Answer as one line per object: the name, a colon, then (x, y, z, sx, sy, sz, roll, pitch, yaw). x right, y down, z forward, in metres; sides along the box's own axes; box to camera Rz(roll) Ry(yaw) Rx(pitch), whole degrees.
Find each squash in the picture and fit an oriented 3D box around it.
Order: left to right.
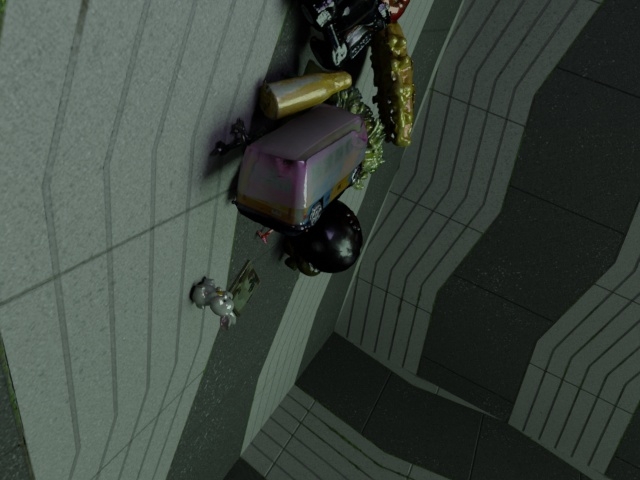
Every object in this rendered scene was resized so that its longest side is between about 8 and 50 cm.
squash: (-0.048, -0.304, 1.304, 0.250, 0.083, 0.083, -62, 168, 21)

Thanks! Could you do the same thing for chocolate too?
chocolate: (-0.027, -0.330, 1.199, 0.219, 0.086, 0.086, -23, 146, -27)

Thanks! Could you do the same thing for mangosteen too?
mangosteen: (0.005, -0.001, 1.817, 0.233, 0.287, 0.288, 4, 119, -33)

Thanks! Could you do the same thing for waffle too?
waffle: (0.198, -0.483, 1.563, 0.380, 0.095, 0.382, 77, 2, -51)

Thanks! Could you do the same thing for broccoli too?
broccoli: (0.061, -0.278, 1.551, 0.245, 0.288, 0.248, -45, -164, -32)

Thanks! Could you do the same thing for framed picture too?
framed picture: (-0.234, 0.150, 1.643, 0.136, 0.010, 0.201, -60, 166, -18)

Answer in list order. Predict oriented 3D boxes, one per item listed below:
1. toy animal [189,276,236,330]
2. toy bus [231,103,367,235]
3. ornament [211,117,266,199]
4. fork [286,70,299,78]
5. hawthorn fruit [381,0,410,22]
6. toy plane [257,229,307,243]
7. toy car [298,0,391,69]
toy animal: (-0.254, 0.151, 1.316, 0.085, 0.124, 0.071, -64, 172, 9)
toy bus: (-0.015, -0.176, 1.170, 0.386, 0.171, 0.162, -46, 156, -52)
ornament: (-0.164, -0.160, 1.180, 0.236, 0.080, 0.202, 18, 95, -80)
fork: (-0.046, -0.395, 1.319, 0.235, 0.021, 0.039, -19, 130, -70)
hawthorn fruit: (0.135, -0.600, 1.300, 0.173, 0.172, 0.173, -58, 166, -24)
toy plane: (-0.099, -0.054, 1.596, 0.194, 0.126, 0.077, -61, -166, -20)
toy car: (0.050, -0.499, 1.136, 0.193, 0.118, 0.301, -36, 161, 0)
